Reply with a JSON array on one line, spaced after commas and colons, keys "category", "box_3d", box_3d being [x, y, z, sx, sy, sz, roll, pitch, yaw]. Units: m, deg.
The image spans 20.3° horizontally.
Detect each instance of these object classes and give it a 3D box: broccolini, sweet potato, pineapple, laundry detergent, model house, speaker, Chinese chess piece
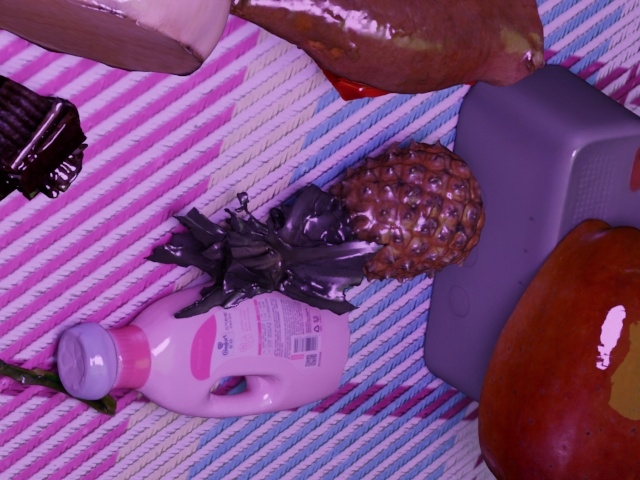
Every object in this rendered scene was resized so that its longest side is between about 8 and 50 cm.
[{"category": "broccolini", "box_3d": [-0.307, 0.144, 1.849, 0.254, 0.057, 0.071, 25, 131, -39]}, {"category": "sweet potato", "box_3d": [0.054, -0.207, 1.727, 0.337, 0.131, 0.131, -2, 115, -25]}, {"category": "pineapple", "box_3d": [0.002, 0.003, 1.924, 0.364, 0.165, 0.165, -19, 124, -28]}, {"category": "laundry detergent", "box_3d": [-0.124, 0.120, 1.940, 0.335, 0.088, 0.159, -4, 103, -35]}, {"category": "model house", "box_3d": [-0.305, -0.061, 1.667, 0.203, 0.164, 0.141, -47, 127, -3]}, {"category": "speaker", "box_3d": [0.263, 0.014, 2.105, 0.183, 0.184, 0.406, -10, 119, -31]}, {"category": "Chinese chess piece", "box_3d": [-0.206, -0.231, 1.582, 0.257, 0.257, 0.104, 20, 82, -41]}]

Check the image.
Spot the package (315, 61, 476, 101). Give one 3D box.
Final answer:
[{"category": "package", "box_3d": [0.097, -0.353, 1.825, 0.196, 0.123, 0.423, -13, 121, -29]}]

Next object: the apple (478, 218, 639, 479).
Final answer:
[{"category": "apple", "box_3d": [0.356, 0.143, 2.041, 0.329, 0.295, 0.365, -47, 149, -61]}]
